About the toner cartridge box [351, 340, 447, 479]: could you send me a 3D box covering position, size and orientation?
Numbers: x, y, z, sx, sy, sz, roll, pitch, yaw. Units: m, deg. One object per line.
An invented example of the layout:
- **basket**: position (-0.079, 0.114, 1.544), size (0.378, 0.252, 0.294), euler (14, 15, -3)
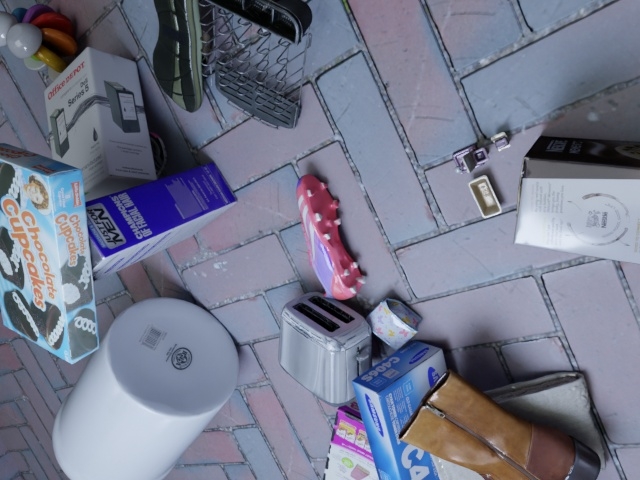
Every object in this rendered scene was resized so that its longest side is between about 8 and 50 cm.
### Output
- **toner cartridge box**: position (0.181, 0.381, 0.928), size (0.075, 0.165, 0.347), euler (5, 116, 55)

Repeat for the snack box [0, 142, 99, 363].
- **snack box**: position (-0.451, 0.022, 0.799), size (0.187, 0.060, 0.322), euler (18, 117, 24)

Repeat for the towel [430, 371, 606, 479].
- **towel**: position (0.325, 0.342, 0.854), size (0.282, 0.049, 0.187), euler (-18, 103, 10)

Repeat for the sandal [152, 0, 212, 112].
- **sandal**: position (-0.236, -0.363, 0.905), size (0.120, 0.086, 0.302), euler (37, 140, 17)

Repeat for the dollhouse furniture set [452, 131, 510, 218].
- **dollhouse furniture set**: position (0.250, -0.088, 0.746), size (0.091, 0.081, 0.114), euler (-22, 98, 35)

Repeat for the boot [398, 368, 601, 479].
- **boot**: position (0.254, 0.378, 0.796), size (0.280, 0.096, 0.264), euler (27, 106, -1)

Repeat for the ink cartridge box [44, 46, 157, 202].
- **ink cartridge box**: position (-0.460, -0.220, 1.035), size (0.198, 0.115, 0.272), euler (-21, 77, 34)

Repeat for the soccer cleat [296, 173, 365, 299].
- **soccer cleat**: position (0.000, 0.000, 0.936), size (0.095, 0.083, 0.248), euler (-15, 105, 39)

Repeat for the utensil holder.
- **utensil holder**: position (-0.409, 0.368, 1.184), size (0.327, 0.327, 0.385), euler (45, 123, 7)

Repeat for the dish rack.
- **dish rack**: position (-0.117, -0.299, 0.826), size (0.208, 0.074, 0.271), euler (31, 147, 11)

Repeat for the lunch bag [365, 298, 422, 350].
- **lunch bag**: position (0.135, 0.151, 0.934), size (0.083, 0.053, 0.071), euler (36, 127, 1)

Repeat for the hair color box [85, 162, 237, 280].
- **hair color box**: position (-0.342, -0.031, 0.960), size (0.185, 0.339, 0.110), euler (-30, 94, 36)

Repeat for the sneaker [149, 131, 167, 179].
- **sneaker**: position (-0.393, -0.158, 1.100), size (0.063, 0.075, 0.170), euler (38, 124, 12)

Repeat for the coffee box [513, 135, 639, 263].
- **coffee box**: position (0.410, -0.051, 0.616), size (0.297, 0.168, 0.118), euler (10, 115, 26)

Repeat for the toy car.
- **toy car**: position (-0.606, -0.440, 1.080), size (0.182, 0.159, 0.136), euler (28, 87, 18)

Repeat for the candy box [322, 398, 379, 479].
- **candy box**: position (0.101, 0.460, 1.073), size (0.159, 0.071, 0.233), euler (21, 118, 21)

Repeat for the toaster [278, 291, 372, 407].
- **toaster**: position (0.003, 0.199, 0.972), size (0.227, 0.129, 0.146), euler (27, 125, 41)
